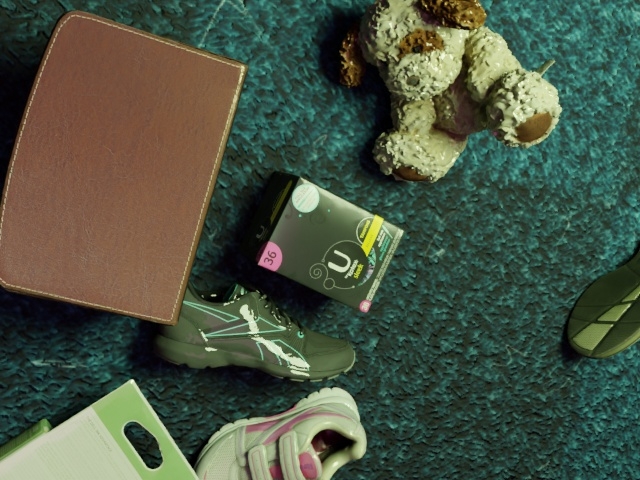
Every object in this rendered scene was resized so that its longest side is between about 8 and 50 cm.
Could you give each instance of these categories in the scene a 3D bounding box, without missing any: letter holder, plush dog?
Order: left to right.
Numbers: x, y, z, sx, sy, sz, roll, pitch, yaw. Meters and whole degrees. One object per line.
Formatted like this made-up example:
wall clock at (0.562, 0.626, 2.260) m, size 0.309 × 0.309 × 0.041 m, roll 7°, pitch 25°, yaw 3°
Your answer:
letter holder at (-0.237, -0.083, 0.988) m, size 0.214 × 0.152 × 0.301 m, roll 14°, pitch 94°, yaw -20°
plush dog at (0.149, -0.223, 1.087) m, size 0.225 × 0.262 × 0.210 m, roll 39°, pitch 52°, yaw -31°

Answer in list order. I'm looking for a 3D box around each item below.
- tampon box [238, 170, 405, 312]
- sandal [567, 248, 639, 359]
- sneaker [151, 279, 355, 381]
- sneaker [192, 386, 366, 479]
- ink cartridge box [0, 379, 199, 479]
tampon box at (0.000, 0.000, 1.113) m, size 0.161 × 0.101 × 0.120 m, roll 25°, pitch 90°, yaw -22°
sandal at (0.500, 0.073, 1.309) m, size 0.303 × 0.120 × 0.086 m, roll -42°, pitch 125°, yaw -9°
sneaker at (-0.074, 0.115, 1.109) m, size 0.267 × 0.101 × 0.106 m, roll 10°, pitch 94°, yaw -22°
sneaker at (-0.050, 0.280, 1.141) m, size 0.252 × 0.111 × 0.103 m, roll -26°, pitch 107°, yaw -14°
ink cartridge box at (-0.296, 0.293, 1.083) m, size 0.235 × 0.056 × 0.171 m, roll -33°, pitch 109°, yaw -13°
